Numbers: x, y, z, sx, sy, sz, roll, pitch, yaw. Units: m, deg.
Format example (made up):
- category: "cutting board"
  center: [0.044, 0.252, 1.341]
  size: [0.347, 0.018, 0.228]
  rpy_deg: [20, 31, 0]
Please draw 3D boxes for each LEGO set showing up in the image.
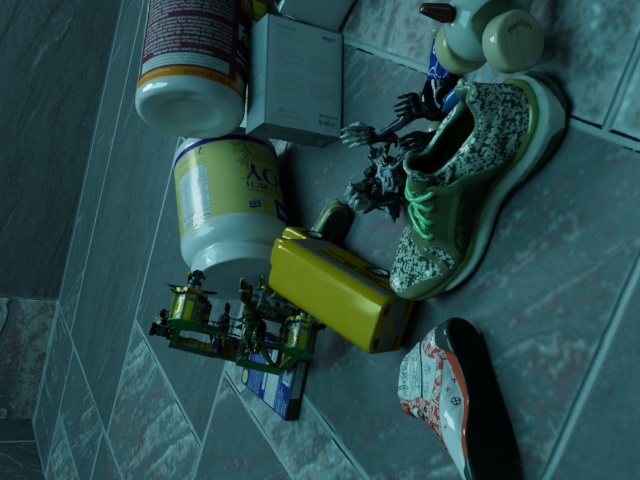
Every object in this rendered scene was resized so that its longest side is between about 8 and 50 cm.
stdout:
- category: "LEGO set"
  center: [-0.153, 0.126, 1.517]
  size: [0.255, 0.332, 0.192]
  rpy_deg: [110, 171, -63]

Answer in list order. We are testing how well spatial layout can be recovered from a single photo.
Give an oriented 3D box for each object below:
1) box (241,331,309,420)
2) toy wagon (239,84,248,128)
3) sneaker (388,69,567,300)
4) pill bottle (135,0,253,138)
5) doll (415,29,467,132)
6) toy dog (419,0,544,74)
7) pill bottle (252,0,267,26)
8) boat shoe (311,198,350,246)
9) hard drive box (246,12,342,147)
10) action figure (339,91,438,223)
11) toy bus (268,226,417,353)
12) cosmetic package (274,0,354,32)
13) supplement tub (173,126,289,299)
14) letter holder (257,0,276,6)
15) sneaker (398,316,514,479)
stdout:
- category: "box"
  center: [-0.103, 0.286, 1.674]
  size: [0.225, 0.037, 0.136]
  rpy_deg: [22, 102, 57]
- category: "toy wagon"
  center: [-0.216, -0.263, 1.955]
  size: [0.267, 0.068, 0.344]
  rpy_deg: [35, 114, 57]
- category: "sneaker"
  center: [0.176, -0.082, 1.143]
  size: [0.410, 0.182, 0.158]
  rpy_deg: [-63, 36, 30]
- category: "pill bottle"
  center: [-0.257, -0.435, 1.625]
  size: [0.224, 0.224, 0.391]
  rpy_deg: [-28, 54, 54]
- category: "doll"
  center: [0.202, -0.256, 1.272]
  size: [0.129, 0.046, 0.188]
  rpy_deg: [8, 90, 60]
- category: "toy dog"
  center: [0.234, -0.388, 1.079]
  size: [0.220, 0.161, 0.333]
  rpy_deg: [-23, 52, 53]
- category: "pill bottle"
  center: [-0.226, -0.647, 1.935]
  size: [0.188, 0.188, 0.333]
  rpy_deg: [-20, 67, 56]
- category: "boat shoe"
  center: [0.000, 0.000, 1.550]
  size: [0.190, 0.068, 0.072]
  rpy_deg: [-56, 26, 23]
- category: "hard drive box"
  center: [-0.052, -0.325, 1.582]
  size: [0.089, 0.181, 0.232]
  rpy_deg: [-16, 69, 59]
- category: "action figure"
  center: [0.100, -0.131, 1.294]
  size: [0.275, 0.141, 0.164]
  rpy_deg: [125, 139, -59]
- category: "toy bus"
  center: [0.021, 0.080, 1.384]
  size: [0.333, 0.130, 0.108]
  rpy_deg: [30, 111, 40]
- category: "cosmetic package"
  center: [-0.038, -0.632, 1.652]
  size: [0.196, 0.155, 0.365]
  rpy_deg: [-59, 37, 29]
- category: "supplement tub"
  center: [-0.196, -0.060, 1.705]
  size: [0.241, 0.241, 0.331]
  rpy_deg: [-45, 48, 46]
- category: "letter holder"
  center: [-0.122, -0.661, 1.511]
  size: [0.214, 0.152, 0.301]
  rpy_deg: [-41, 48, 41]
- category: "sneaker"
  center: [0.193, 0.262, 1.136]
  size: [0.145, 0.090, 0.270]
  rpy_deg: [-47, 42, 46]
